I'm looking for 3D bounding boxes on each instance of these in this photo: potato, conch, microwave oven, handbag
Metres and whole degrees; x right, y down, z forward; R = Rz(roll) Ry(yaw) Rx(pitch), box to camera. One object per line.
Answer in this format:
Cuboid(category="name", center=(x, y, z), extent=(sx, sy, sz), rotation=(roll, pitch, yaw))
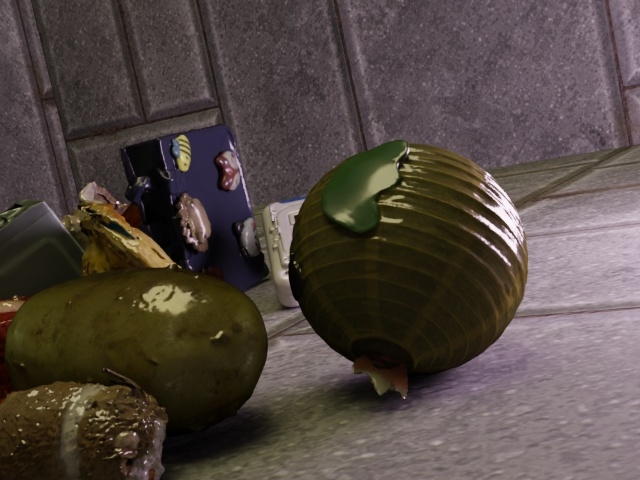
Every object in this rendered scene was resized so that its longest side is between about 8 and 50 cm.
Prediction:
Cuboid(category="potato", center=(-0.179, 0.112, 1.053), extent=(0.307, 0.173, 0.210), rotation=(-4, -5, 43))
Cuboid(category="conch", center=(-0.475, -0.003, 2.365), extent=(0.186, 0.263, 0.324), rotation=(-32, -37, 19))
Cuboid(category="microwave oven", center=(-0.435, 0.071, 1.550), extent=(0.181, 0.237, 0.295), rotation=(-39, 15, -15))
Cuboid(category="handbag", center=(-0.215, -0.041, 1.821), extent=(0.122, 0.303, 0.329), rotation=(-13, 7, 16))

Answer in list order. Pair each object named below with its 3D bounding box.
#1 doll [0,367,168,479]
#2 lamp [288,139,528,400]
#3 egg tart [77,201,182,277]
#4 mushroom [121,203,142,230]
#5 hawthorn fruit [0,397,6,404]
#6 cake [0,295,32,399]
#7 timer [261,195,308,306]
Cuboid(category="doll", center=(-0.233, 0.181, 0.917), extent=(0.221, 0.115, 0.105), rotation=(-18, 4, 23))
Cuboid(category="lamp", center=(0.085, 0.042, 1.057), extent=(0.250, 0.250, 0.284), rotation=(-8, 48, 28))
Cuboid(category="egg tart", center=(-0.230, 0.066, 1.358), extent=(0.107, 0.291, 0.291), rotation=(-49, 17, -12))
Cuboid(category="mushroom", center=(-0.318, 0.000, 2.105), extent=(0.263, 0.195, 0.283), rotation=(-42, 2, -2))
Cuboid(category="hawthorn fruit", center=(-0.298, 0.188, 1.002), extent=(0.093, 0.081, 0.081), rotation=(-31, 2, 14))
Cuboid(category="cake", center=(-0.365, 0.138, 1.273), extent=(0.177, 0.151, 0.283), rotation=(-16, 2, -1))
Cuboid(category="timer", center=(0.000, 0.000, 1.689), extent=(0.178, 0.078, 0.253), rotation=(-12, 33, -3))
